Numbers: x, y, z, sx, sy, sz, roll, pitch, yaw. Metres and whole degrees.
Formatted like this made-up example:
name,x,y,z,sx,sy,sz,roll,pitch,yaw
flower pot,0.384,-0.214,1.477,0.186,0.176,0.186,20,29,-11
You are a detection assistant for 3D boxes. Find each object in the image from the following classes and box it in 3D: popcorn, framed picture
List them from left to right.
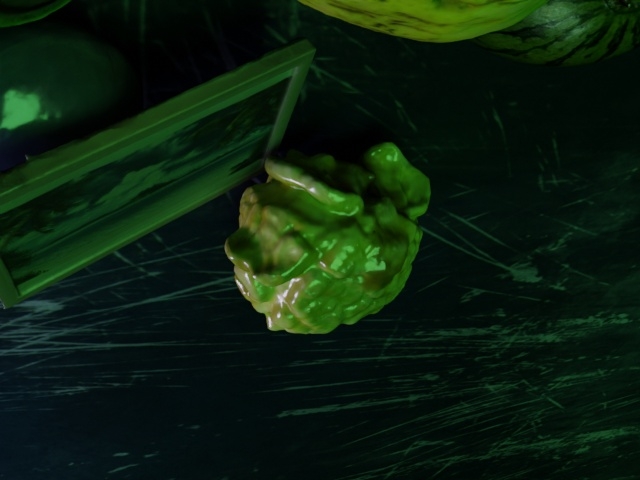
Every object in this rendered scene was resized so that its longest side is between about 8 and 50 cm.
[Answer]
name,x,y,z,sx,sy,sz,roll,pitch,yaw
framed picture,-0.156,-0.055,0.661,0.314,0.024,0.232,-30,169,-22
popcorn,0.007,-0.008,0.805,0.217,0.181,0.235,-44,145,25

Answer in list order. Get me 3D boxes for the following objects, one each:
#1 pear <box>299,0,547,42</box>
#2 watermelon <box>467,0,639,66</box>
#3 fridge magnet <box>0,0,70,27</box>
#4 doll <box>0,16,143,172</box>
name,x,y,z,sx,sy,sz,roll,pitch,yaw
pear,0.051,-0.310,0.369,0.390,0.391,0.391,-12,139,-11
watermelon,0.250,-0.283,0.625,0.330,0.189,0.331,-17,143,-13
fridge magnet,-0.204,-0.222,0.476,0.208,0.088,0.208,-45,170,-10
doll,-0.277,-0.092,0.615,0.258,0.154,0.228,-36,171,-6
